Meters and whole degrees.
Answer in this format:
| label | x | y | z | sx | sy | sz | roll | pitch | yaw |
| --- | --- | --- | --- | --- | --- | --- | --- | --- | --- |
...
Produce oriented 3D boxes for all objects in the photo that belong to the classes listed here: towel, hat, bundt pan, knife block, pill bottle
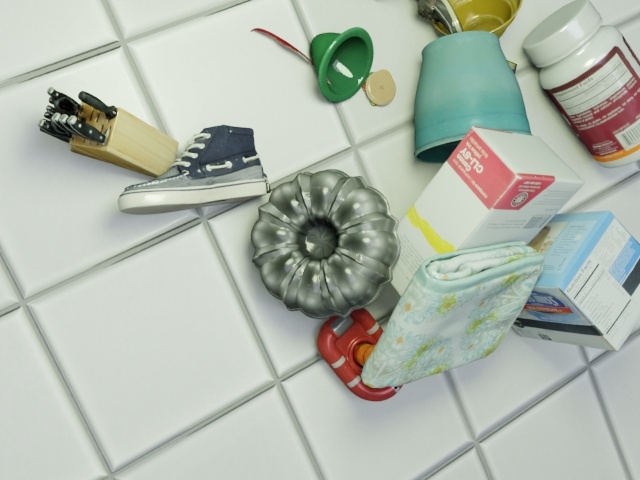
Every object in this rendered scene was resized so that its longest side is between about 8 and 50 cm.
| label | x | y | z | sx | sy | sz | roll | pitch | yaw |
| --- | --- | --- | --- | --- | --- | --- | --- | --- | --- |
| towel | 0.287 | 0.158 | 1.563 | 0.374 | 0.090 | 0.321 | -7 | 132 | -37 |
| hat | -0.005 | -0.438 | 1.700 | 0.173 | 0.183 | 0.208 | -50 | 149 | -8 |
| bundt pan | 0.000 | 0.000 | 1.560 | 0.330 | 0.124 | 0.331 | -1 | 83 | 11 |
| knife block | -0.391 | -0.202 | 1.420 | 0.275 | 0.242 | 0.088 | 17 | 84 | -22 |
| pill bottle | 0.699 | -0.396 | 1.886 | 0.224 | 0.224 | 0.392 | -46 | 106 | -16 |

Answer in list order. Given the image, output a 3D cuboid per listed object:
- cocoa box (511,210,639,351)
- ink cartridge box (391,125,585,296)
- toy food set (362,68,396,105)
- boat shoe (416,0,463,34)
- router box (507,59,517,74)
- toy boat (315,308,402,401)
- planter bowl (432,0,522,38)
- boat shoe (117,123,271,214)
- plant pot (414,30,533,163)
| label | x | y | z | sx | sy | sz | roll | pitch | yaw |
| --- | --- | --- | --- | --- | --- | --- | --- | --- | --- |
| cocoa box | 0.570 | 0.088 | 1.764 | 0.228 | 0.347 | 0.231 | 43 | 74 | -16 |
| ink cartridge box | 0.334 | -0.041 | 1.614 | 0.279 | 0.385 | 0.160 | -2 | 47 | -46 |
| toy food set | 0.140 | -0.360 | 1.761 | 0.082 | 0.020 | 0.083 | -21 | 98 | -21 |
| boat shoe | 0.258 | -0.553 | 1.748 | 0.073 | 0.080 | 0.224 | -31 | 67 | 10 |
| router box | 0.428 | -0.416 | 1.872 | 0.122 | 0.038 | 0.092 | 16 | 85 | -22 |
| toy boat | 0.108 | 0.260 | 1.677 | 0.151 | 0.151 | 0.231 | -43 | 105 | -17 |
| planter bowl | 0.384 | -0.534 | 1.801 | 0.217 | 0.217 | 0.090 | -50 | 143 | -15 |
| boat shoe | -0.265 | -0.148 | 1.524 | 0.340 | 0.127 | 0.158 | -11 | 89 | -42 |
| plant pot | 0.339 | -0.333 | 1.723 | 0.271 | 0.271 | 0.256 | -3 | 84 | -23 |
